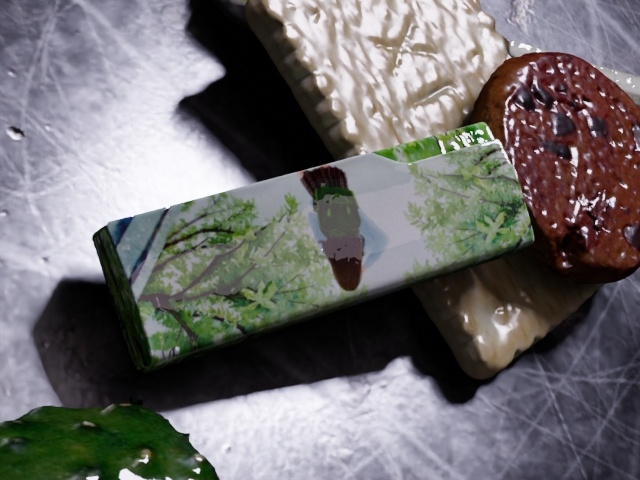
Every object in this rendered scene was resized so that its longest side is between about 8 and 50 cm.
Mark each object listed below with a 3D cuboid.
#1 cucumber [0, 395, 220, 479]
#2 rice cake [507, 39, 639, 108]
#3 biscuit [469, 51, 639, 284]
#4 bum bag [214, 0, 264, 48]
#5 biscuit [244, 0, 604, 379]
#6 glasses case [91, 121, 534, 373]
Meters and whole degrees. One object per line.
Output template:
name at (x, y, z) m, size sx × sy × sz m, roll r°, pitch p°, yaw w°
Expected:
cucumber at (-0.195, 0.156, 0.644) m, size 0.325 × 0.105 × 0.145 m, roll -9°, pitch 69°, yaw -38°
rice cake at (0.250, -0.114, 1.118) m, size 0.256 × 0.052 × 0.057 m, roll 11°, pitch 87°, yaw -24°
biscuit at (0.186, -0.056, 0.981) m, size 0.192 × 0.049 × 0.192 m, roll 20°, pitch 57°, yaw -33°
bum bag at (-0.035, -0.235, 1.019) m, size 0.107 × 0.060 × 0.232 m, roll 13°, pitch 57°, yaw -25°
biscuit at (0.093, -0.076, 0.980) m, size 0.217 × 0.044 × 0.325 m, roll -34°, pitch 92°, yaw -37°
glasses case at (0.000, 0.000, 0.847) m, size 0.272 × 0.062 × 0.095 m, roll -17°, pitch 86°, yaw -22°
